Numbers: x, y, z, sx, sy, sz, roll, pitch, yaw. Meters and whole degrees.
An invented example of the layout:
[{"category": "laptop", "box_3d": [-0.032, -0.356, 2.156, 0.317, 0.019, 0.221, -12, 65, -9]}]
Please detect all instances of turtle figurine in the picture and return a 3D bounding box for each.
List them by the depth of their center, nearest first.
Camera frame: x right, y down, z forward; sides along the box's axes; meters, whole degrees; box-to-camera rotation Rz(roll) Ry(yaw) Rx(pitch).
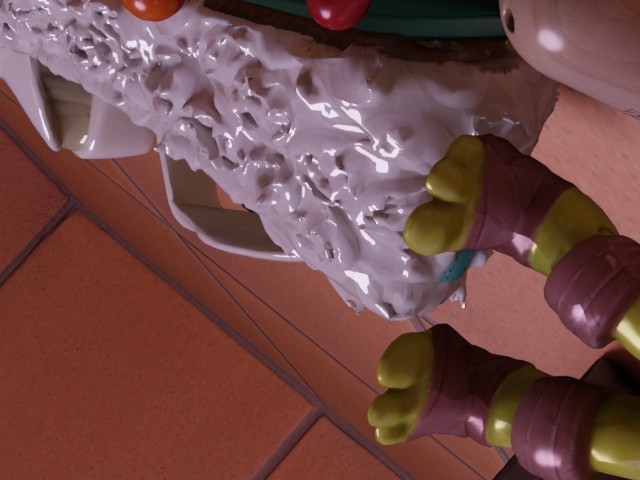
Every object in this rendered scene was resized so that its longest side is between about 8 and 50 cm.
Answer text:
[{"category": "turtle figurine", "box_3d": [0.125, 0.045, 0.485, 0.217, 0.087, 0.269, 28, 134, 28]}]

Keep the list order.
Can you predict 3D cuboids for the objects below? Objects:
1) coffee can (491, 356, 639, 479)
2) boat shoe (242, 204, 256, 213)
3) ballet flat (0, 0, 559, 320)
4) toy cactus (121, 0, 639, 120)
[{"category": "coffee can", "box_3d": [0.199, 0.229, 0.944, 0.275, 0.201, 0.201, 40, 172, 9]}, {"category": "boat shoe", "box_3d": [0.000, 0.000, 1.255, 0.133, 0.042, 0.049, 40, 170, 6]}, {"category": "ballet flat", "box_3d": [-0.070, -0.078, 0.714, 0.409, 0.147, 0.147, 32, 167, 47]}, {"category": "toy cactus", "box_3d": [0.040, -0.084, 0.469, 0.180, 0.112, 0.219, 34, 165, -12]}]
